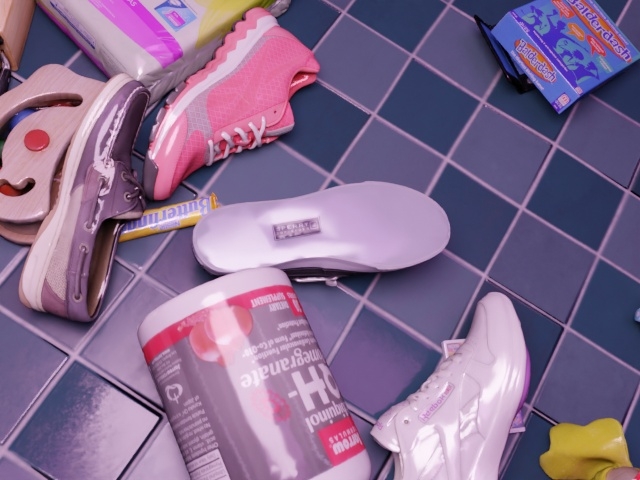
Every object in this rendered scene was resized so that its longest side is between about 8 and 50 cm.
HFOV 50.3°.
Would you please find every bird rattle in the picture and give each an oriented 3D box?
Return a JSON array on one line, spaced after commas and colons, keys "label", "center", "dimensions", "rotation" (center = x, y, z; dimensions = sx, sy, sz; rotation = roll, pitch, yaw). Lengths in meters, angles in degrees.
[{"label": "bird rattle", "center": [0.318, 0.303, 0.725], "dimensions": [0.143, 0.253, 0.206], "rotation": [34, 91, 2]}]

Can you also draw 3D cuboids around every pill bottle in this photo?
[{"label": "pill bottle", "center": [-0.055, 0.203, 0.709], "dimensions": [0.177, 0.176, 0.318], "rotation": [-21, 75, -18]}]

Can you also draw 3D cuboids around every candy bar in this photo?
[{"label": "candy bar", "center": [-0.202, -0.027, 0.850], "dimensions": [0.162, 0.018, 0.040], "rotation": [-14, 73, -16]}]

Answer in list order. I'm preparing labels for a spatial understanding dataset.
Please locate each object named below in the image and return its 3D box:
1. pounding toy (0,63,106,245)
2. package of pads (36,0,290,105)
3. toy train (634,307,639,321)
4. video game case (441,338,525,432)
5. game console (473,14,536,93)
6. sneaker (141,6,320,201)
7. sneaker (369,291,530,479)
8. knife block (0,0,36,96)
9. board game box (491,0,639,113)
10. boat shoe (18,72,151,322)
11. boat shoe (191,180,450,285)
[{"label": "pounding toy", "center": [-0.339, -0.100, 0.774], "dimensions": [0.154, 0.155, 0.269], "rotation": [40, 67, 10]}, {"label": "package of pads", "center": [-0.210, -0.350, 0.927], "dimensions": [0.296, 0.101, 0.229], "rotation": [-41, 84, -23]}, {"label": "toy train", "center": [0.511, 0.101, 0.939], "dimensions": [0.167, 0.046, 0.125], "rotation": [17, 68, -2]}, {"label": "video game case", "center": [0.205, 0.184, 0.860], "dimensions": [0.087, 0.011, 0.121], "rotation": [-3, 71, -13]}, {"label": "game console", "center": [0.297, -0.291, 1.023], "dimensions": [0.107, 0.071, 0.122], "rotation": [-22, 76, -4]}, {"label": "sneaker", "center": [-0.106, -0.163, 0.870], "dimensions": [0.136, 0.116, 0.313], "rotation": [33, 67, -1]}, {"label": "sneaker", "center": [0.147, 0.192, 0.781], "dimensions": [0.152, 0.114, 0.304], "rotation": [18, 71, 5]}, {"label": "knife block", "center": [-0.414, -0.277, 0.863], "dimensions": [0.276, 0.088, 0.242], "rotation": [-37, 82, -22]}, {"label": "board game box", "center": [0.376, -0.296, 1.028], "dimensions": [0.210, 0.047, 0.160], "rotation": [-32, 81, -36]}, {"label": "boat shoe", "center": [-0.243, -0.044, 0.767], "dimensions": [0.093, 0.103, 0.285], "rotation": [22, 88, 3]}, {"label": "boat shoe", "center": [0.000, 0.004, 0.836], "dimensions": [0.307, 0.105, 0.113], "rotation": [-10, 76, -9]}]
